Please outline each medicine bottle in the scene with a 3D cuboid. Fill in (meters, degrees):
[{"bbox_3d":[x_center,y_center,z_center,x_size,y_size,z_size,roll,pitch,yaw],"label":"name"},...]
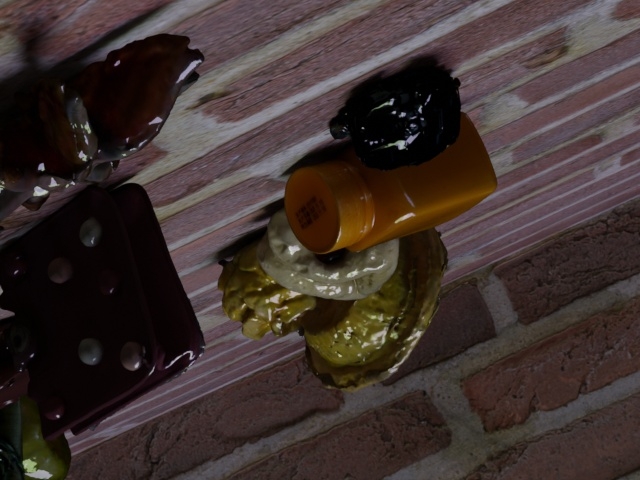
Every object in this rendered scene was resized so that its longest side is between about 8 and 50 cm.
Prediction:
[{"bbox_3d":[0.075,-0.060,1.935,0.222,0.112,0.149,-17,170,-36],"label":"medicine bottle"}]

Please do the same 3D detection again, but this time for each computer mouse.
[{"bbox_3d":[0.089,-0.120,1.745,0.147,0.077,0.241,-25,171,-2],"label":"computer mouse"}]

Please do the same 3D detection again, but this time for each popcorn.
[{"bbox_3d":[-0.064,0.058,2.226,0.148,0.152,0.167,-55,-175,-25],"label":"popcorn"}]

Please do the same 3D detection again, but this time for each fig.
[{"bbox_3d":[-0.490,0.313,2.571,0.234,0.167,0.167,-2,-173,38],"label":"fig"}]

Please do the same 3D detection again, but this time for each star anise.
[{"bbox_3d":[-0.204,-0.070,1.225,0.288,0.088,0.288,-32,-176,3],"label":"star anise"}]

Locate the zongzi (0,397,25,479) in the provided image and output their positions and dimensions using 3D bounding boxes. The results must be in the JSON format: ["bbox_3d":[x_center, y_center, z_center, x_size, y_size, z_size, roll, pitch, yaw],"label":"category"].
[{"bbox_3d":[-0.608,0.345,2.319,0.384,0.319,0.362,3,168,-33],"label":"zongzi"}]

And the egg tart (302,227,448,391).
[{"bbox_3d":[0.050,0.068,2.285,0.118,0.288,0.288,17,147,-34],"label":"egg tart"}]

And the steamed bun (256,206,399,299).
[{"bbox_3d":[0.000,0.000,2.091,0.155,0.140,0.172,-5,162,-22],"label":"steamed bun"}]

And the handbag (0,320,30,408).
[{"bbox_3d":[-0.381,0.157,2.168,0.260,0.084,0.275,-20,172,-37],"label":"handbag"}]

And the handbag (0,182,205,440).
[{"bbox_3d":[-0.229,0.068,1.628,0.216,0.203,0.074,-31,161,36],"label":"handbag"}]
